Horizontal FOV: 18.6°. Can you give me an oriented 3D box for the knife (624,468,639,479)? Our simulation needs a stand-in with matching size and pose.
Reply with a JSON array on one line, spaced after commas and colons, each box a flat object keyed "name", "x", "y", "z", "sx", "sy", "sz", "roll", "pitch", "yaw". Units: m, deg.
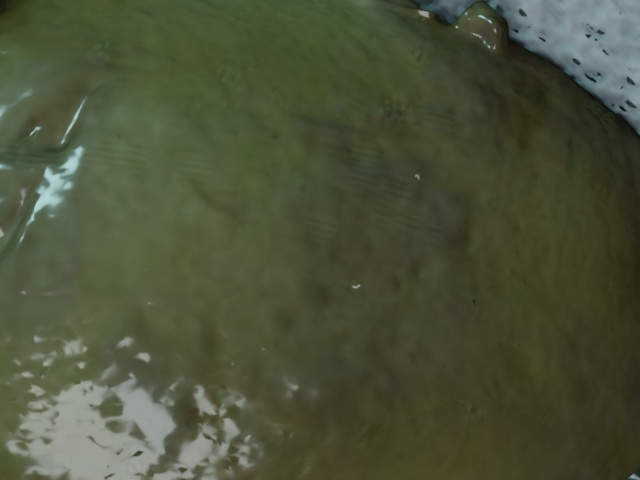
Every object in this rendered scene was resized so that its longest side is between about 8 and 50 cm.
[{"name": "knife", "x": 0.039, "y": 0.153, "z": 0.862, "sx": 0.296, "sy": 0.026, "sz": 0.044, "roll": -29, "pitch": 119, "yaw": 24}]

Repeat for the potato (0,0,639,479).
[{"name": "potato", "x": 0.003, "y": 0.012, "z": 0.703, "sx": 0.264, "sy": 0.189, "sz": 0.211, "roll": 0, "pitch": 116, "yaw": 13}]
